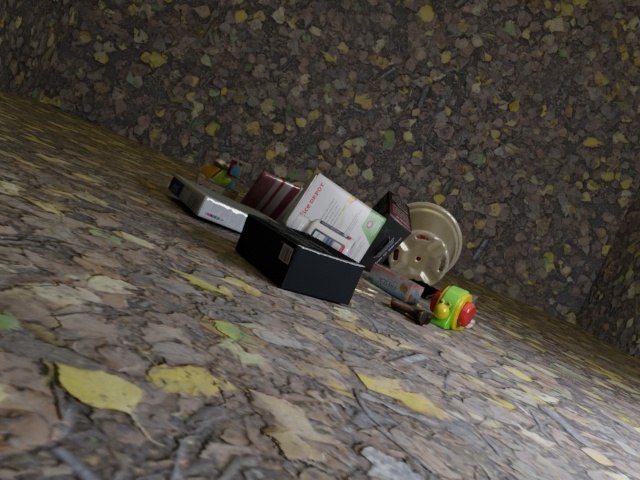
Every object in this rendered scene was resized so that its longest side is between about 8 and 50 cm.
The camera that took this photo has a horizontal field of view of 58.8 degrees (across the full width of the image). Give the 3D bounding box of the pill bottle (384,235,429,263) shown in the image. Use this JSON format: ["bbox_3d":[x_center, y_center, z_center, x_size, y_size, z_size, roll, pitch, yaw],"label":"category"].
[{"bbox_3d":[0.349,0.002,2.631,0.407,0.229,0.229,21,6,-11],"label":"pill bottle"}]

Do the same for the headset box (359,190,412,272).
[{"bbox_3d":[0.219,-0.030,2.075,0.110,0.218,0.293,39,21,-10],"label":"headset box"}]

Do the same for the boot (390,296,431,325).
[{"bbox_3d":[0.218,0.173,1.435,0.114,0.037,0.106,29,-6,25],"label":"boot"}]

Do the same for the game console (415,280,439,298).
[{"bbox_3d":[0.376,0.196,2.006,0.107,0.071,0.122,-14,22,-25],"label":"game console"}]

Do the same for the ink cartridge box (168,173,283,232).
[{"bbox_3d":[-0.276,-0.085,1.760,0.330,0.071,0.324,25,3,-33],"label":"ink cartridge box"}]

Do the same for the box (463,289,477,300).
[{"bbox_3d":[0.504,0.222,2.003,0.063,0.067,0.324,25,7,18],"label":"box"}]

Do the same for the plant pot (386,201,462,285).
[{"bbox_3d":[0.383,0.038,2.206,0.333,0.334,0.305,23,17,6],"label":"plant pot"}]

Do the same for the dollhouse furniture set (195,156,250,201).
[{"bbox_3d":[-0.389,-0.245,2.228,0.128,0.184,0.129,24,6,17],"label":"dollhouse furniture set"}]

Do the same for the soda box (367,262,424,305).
[{"bbox_3d":[0.228,0.132,1.737,0.058,0.063,0.183,19,7,-39],"label":"soda box"}]

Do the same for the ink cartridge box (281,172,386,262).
[{"bbox_3d":[0.041,-0.064,1.871,0.278,0.201,0.117,33,-1,-13],"label":"ink cartridge box"}]

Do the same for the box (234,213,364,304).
[{"bbox_3d":[-0.054,0.039,1.289,0.184,0.103,0.261,16,8,-33],"label":"box"}]

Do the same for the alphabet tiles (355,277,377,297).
[{"bbox_3d":[0.064,0.107,1.607,0.198,0.009,0.237,21,6,-19],"label":"alphabet tiles"}]

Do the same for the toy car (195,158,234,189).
[{"bbox_3d":[-0.457,-0.270,2.562,0.182,0.159,0.136,27,-30,40],"label":"toy car"}]

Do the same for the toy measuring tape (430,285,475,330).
[{"bbox_3d":[0.392,0.189,1.598,0.121,0.121,0.330,26,6,31],"label":"toy measuring tape"}]

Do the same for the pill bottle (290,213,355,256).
[{"bbox_3d":[0.000,0.000,1.659,0.180,0.108,0.108,31,6,7],"label":"pill bottle"}]

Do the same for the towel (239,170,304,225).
[{"bbox_3d":[-0.133,-0.146,2.271,0.328,0.237,0.037,21,49,-23],"label":"towel"}]
